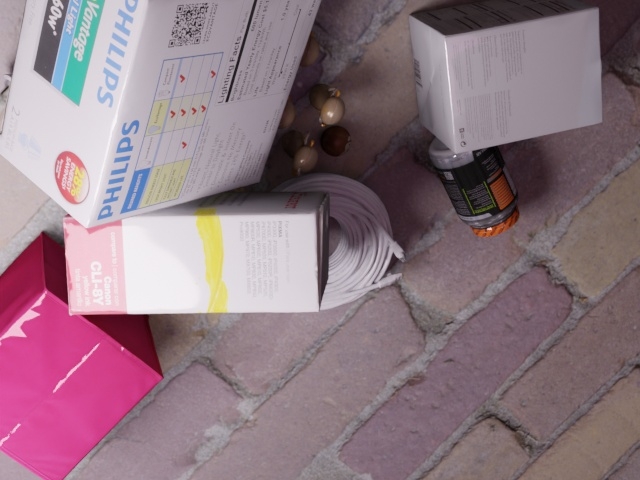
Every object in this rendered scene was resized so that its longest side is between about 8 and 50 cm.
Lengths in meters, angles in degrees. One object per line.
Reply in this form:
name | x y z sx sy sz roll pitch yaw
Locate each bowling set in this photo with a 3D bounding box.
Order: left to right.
bowling set | -0.016 -0.197 1.842 0.200 0.154 0.287 20 106 -21

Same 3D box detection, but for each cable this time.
cable | 0.000 0.000 1.965 0.257 0.089 0.257 -26 115 -2

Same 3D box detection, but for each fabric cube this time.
fabric cube | -0.448 0.192 1.839 0.258 0.254 0.259 -45 115 5

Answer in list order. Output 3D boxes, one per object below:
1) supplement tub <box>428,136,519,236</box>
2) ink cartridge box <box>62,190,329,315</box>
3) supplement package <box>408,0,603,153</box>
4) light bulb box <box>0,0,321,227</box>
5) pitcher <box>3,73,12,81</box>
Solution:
supplement tub | 0.278 -0.107 1.976 0.117 0.117 0.190 -29 116 -1
ink cartridge box | -0.180 0.013 1.756 0.385 0.279 0.160 -1 99 3
supplement package | 0.309 -0.289 1.863 0.263 0.198 0.199 -12 114 -9
light bulb box | -0.227 -0.249 1.581 0.361 0.225 0.358 -19 138 -49
pitcher | -0.377 -0.256 1.712 0.207 0.178 0.125 -33 129 1
